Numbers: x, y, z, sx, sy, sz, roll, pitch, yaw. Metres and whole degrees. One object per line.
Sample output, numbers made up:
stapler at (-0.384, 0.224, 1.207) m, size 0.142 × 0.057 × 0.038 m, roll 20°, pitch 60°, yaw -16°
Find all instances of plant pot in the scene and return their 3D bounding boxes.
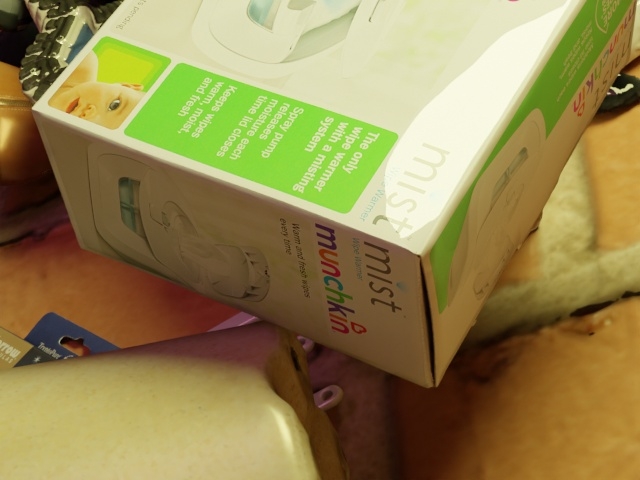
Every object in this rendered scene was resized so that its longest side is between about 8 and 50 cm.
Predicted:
plant pot at (-0.130, 0.193, 0.858) m, size 0.305 × 0.334 × 0.334 m, roll -17°, pitch 43°, yaw 4°

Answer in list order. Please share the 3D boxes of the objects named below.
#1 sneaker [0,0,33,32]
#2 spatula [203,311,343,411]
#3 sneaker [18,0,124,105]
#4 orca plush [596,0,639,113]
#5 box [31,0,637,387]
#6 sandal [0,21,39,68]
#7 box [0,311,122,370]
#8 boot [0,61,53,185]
sneaker at (-0.277, -0.269, 1.407) m, size 0.098 × 0.083 × 0.223 m, roll -56°, pitch 17°, yaw 22°
spatula at (-0.097, 0.127, 1.095) m, size 0.242 × 0.019 × 0.168 m, roll -28°, pitch 36°, yaw 8°
sneaker at (-0.175, -0.156, 1.314) m, size 0.130 × 0.147 × 0.330 m, roll -15°, pitch 36°, yaw 11°
orca plush at (0.207, -0.179, 1.107) m, size 0.287 × 0.102 × 0.151 m, roll -18°, pitch 44°, yaw 20°
box at (0.019, -0.084, 0.851) m, size 0.231 × 0.126 × 0.262 m, roll 21°, pitch 58°, yaw 23°
sandal at (-0.358, -0.122, 1.432) m, size 0.446 × 0.107 × 0.167 m, roll -45°, pitch 42°, yaw -12°
box at (-0.257, 0.144, 1.162) m, size 0.225 × 0.036 × 0.136 m, roll -50°, pitch 37°, yaw -17°
boot at (-0.277, -0.136, 1.350) m, size 0.152 × 0.073 × 0.197 m, roll -8°, pitch 72°, yaw -22°
